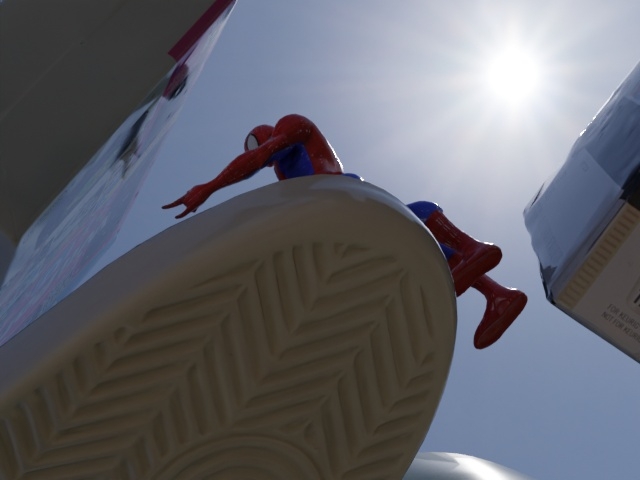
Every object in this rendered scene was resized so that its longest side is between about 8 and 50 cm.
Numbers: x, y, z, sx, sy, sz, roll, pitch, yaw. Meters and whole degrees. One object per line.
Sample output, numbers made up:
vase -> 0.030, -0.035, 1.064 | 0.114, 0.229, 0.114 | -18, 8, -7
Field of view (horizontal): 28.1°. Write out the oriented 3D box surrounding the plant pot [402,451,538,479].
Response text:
plant pot -> 0.103, 0.251, 0.694 | 0.274, 0.293, 0.275 | 2, -101, -11

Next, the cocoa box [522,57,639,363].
cocoa box -> 0.317, 0.013, 0.684 | 0.347, 0.231, 0.228 | 35, -77, -1

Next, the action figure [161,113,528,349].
action figure -> 0.000, 0.000, 0.907 | 0.139, 0.280, 0.091 | -40, -47, -8

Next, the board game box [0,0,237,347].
board game box -> -0.182, -0.029, 0.775 | 0.097, 0.303, 0.224 | 37, -126, -2

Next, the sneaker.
sneaker -> -0.107, 0.090, 0.446 | 0.350, 0.148, 0.131 | -42, -62, 11
